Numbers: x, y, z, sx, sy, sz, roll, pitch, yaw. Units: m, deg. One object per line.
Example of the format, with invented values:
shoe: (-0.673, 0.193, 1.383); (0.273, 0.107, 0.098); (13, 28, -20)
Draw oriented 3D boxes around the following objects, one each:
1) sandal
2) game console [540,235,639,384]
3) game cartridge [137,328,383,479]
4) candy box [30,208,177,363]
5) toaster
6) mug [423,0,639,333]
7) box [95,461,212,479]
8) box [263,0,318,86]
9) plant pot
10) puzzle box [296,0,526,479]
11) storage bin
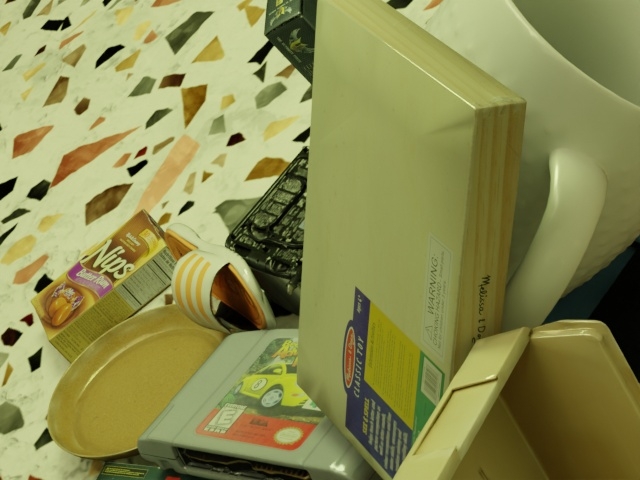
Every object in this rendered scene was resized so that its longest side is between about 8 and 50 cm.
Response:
sandal: (-0.133, 0.055, 2.039); (0.076, 0.102, 0.265); (-33, 26, -16)
game console: (0.270, -0.011, 1.816); (0.342, 0.060, 0.386); (-49, 35, -14)
game cartridge: (-0.026, 0.171, 1.849); (0.294, 0.060, 0.196); (4, 36, 38)
candy box: (-0.263, 0.055, 2.241); (0.187, 0.053, 0.109); (-38, 34, 0)
toaster: (0.000, 0.000, 2.006); (0.185, 0.110, 0.168); (-50, 36, -16)
mug: (0.183, -0.056, 1.643); (0.328, 0.276, 0.374); (-55, 18, 35)
box: (-0.171, 0.314, 1.872); (0.233, 0.044, 0.159); (-1, 50, 42)
box: (0.028, -0.234, 2.133); (0.059, 0.233, 0.183); (-28, 36, 27)
plant pot: (-0.200, 0.165, 2.055); (0.236, 0.032, 0.236); (-19, 35, 14)
puzzle box: (0.068, 0.016, 1.579); (0.052, 0.409, 0.272); (-11, 32, -26)
storage bin: (0.182, 0.233, 1.392); (0.123, 0.260, 0.262); (-19, 20, 35)
